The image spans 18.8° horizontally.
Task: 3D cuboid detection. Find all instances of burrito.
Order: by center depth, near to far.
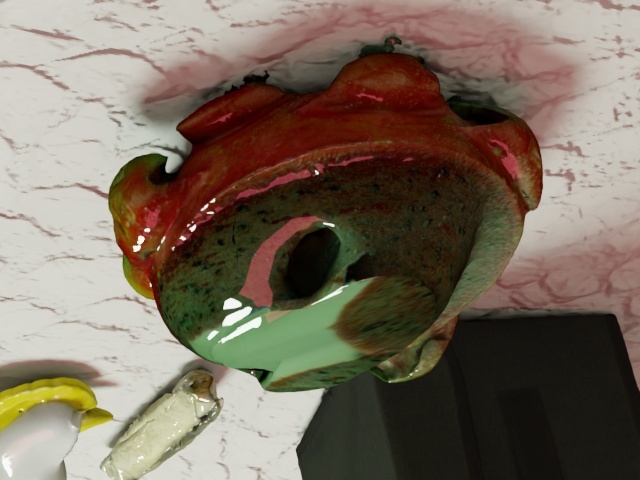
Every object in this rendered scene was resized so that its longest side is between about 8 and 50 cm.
[{"bbox_3d":[-0.126,0.152,1.552,0.045,0.041,0.185,46,137,-2],"label":"burrito"}]

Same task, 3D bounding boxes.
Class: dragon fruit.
[{"bbox_3d":[0.000,0.000,1.223,0.295,0.130,0.268,-26,150,31],"label":"dragon fruit"}]

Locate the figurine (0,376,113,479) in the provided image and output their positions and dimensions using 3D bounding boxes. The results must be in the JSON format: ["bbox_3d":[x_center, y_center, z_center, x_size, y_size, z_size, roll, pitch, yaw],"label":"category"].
[{"bbox_3d":[-0.248,0.159,1.500,0.178,0.109,0.129,-5,129,-8],"label":"figurine"}]

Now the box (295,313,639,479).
[{"bbox_3d":[0.132,0.253,1.473,0.204,0.345,0.251,-3,150,-16],"label":"box"}]
